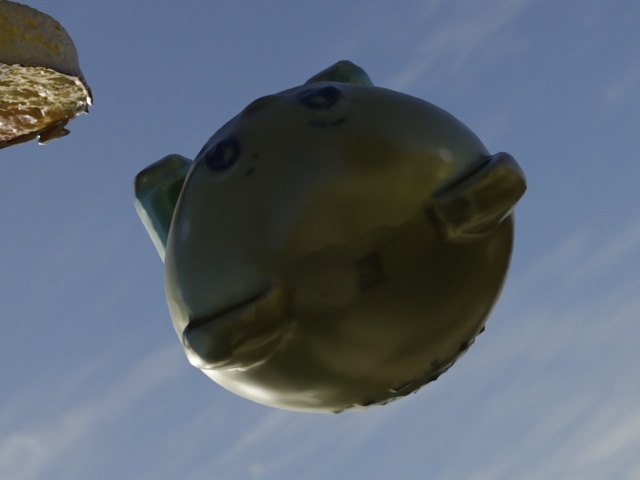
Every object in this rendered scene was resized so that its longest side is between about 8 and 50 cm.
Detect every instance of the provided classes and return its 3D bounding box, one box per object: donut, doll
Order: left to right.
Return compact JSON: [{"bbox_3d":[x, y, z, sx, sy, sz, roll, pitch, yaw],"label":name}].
[{"bbox_3d":[-0.239,-0.102,1.071,0.181,0.078,0.146,-20,-18,20],"label":"donut"},{"bbox_3d":[0.000,0.000,0.830,0.177,0.161,0.260,-28,6,-6],"label":"doll"}]
